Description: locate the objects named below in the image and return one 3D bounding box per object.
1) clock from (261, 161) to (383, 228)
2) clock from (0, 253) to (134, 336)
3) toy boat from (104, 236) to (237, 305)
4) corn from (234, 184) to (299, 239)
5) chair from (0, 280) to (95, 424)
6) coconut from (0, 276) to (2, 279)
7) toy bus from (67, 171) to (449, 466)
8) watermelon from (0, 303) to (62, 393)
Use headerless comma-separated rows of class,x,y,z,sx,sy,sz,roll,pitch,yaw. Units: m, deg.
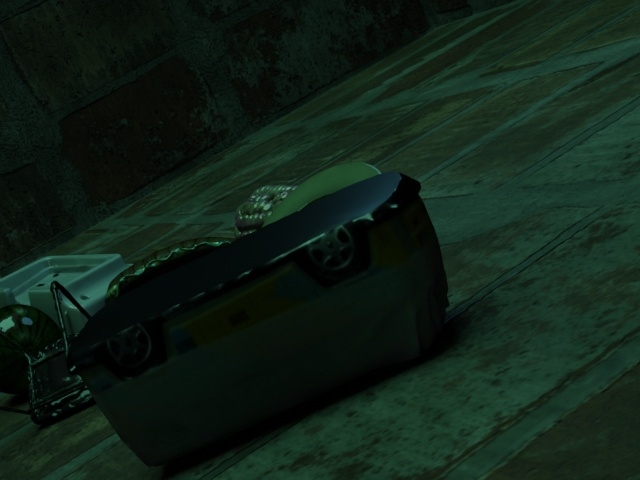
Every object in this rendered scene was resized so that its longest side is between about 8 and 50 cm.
clock,0.000,0.000,1.687,0.235,0.029,0.235,-29,38,26
clock,-0.433,0.091,2.217,0.262,0.116,0.231,-1,23,30
toy boat,-0.209,0.050,2.088,0.293,0.108,0.099,-22,46,6
corn,-0.022,-0.026,1.888,0.127,0.126,0.335,-33,12,-23
chair,-0.354,0.182,1.816,0.140,0.221,0.145,-25,54,12
coconut,-0.650,0.148,2.335,0.245,0.247,0.245,-35,-28,-22
toy bus,-0.046,0.083,1.327,0.386,0.162,0.171,-26,13,13
watermelon,-0.482,0.174,2.061,0.141,0.140,0.187,-34,9,-30
